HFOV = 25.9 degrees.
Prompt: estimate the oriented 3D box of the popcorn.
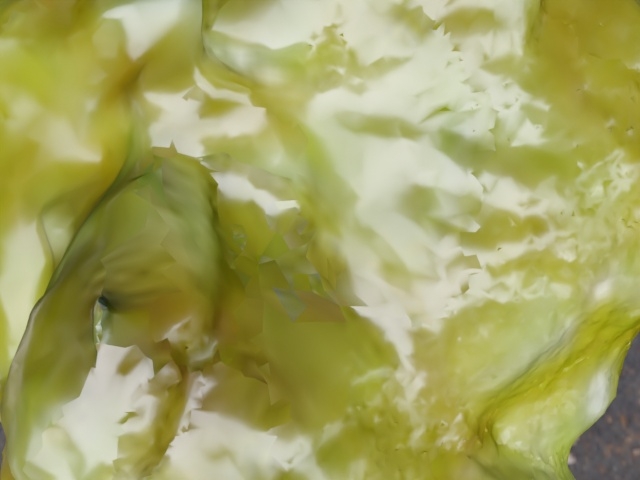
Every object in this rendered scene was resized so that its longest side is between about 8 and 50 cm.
[{"bbox_3d":[0.004,0.005,0.452,0.276,0.276,0.225,-37,141,27],"label":"popcorn"}]
